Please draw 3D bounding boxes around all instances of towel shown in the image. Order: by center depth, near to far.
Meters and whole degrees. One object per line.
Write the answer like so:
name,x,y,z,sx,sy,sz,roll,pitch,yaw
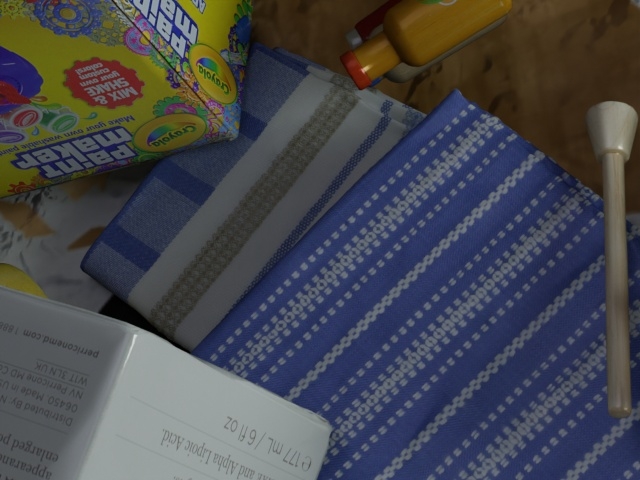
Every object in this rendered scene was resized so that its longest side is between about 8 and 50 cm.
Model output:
towel,0.106,0.095,0.842,0.243,0.040,0.336,-45,60,-3
towel,0.000,0.000,0.980,0.285,0.034,0.209,31,78,38

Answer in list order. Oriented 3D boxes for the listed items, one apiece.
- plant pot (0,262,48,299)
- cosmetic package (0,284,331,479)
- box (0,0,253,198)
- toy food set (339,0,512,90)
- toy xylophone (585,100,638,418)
plant pot,-0.218,0.067,0.995,0.134,0.134,0.095,24,45,35
cosmetic package,-0.160,0.228,0.761,0.156,0.217,0.385,12,78,30
box,-0.207,-0.192,1.091,0.289,0.177,0.279,-13,54,24
toy food set,0.038,-0.178,1.024,0.104,0.111,0.232,-31,52,5
toy xylophone,0.253,-0.003,0.782,0.236,0.081,0.323,-2,53,2
